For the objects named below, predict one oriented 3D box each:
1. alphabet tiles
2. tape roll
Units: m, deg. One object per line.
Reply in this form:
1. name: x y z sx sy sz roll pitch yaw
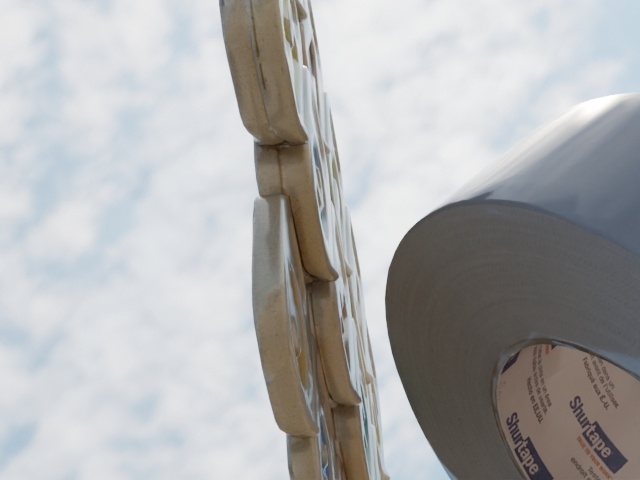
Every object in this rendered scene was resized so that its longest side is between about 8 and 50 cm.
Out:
1. alphabet tiles: 0.000 0.000 0.614 0.021 0.278 0.284 -7 -52 5
2. tape roll: 0.124 0.060 0.562 0.072 0.219 0.219 -39 -36 -26
